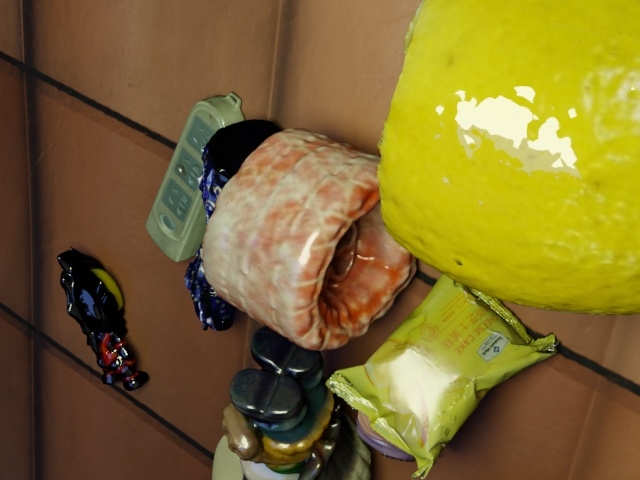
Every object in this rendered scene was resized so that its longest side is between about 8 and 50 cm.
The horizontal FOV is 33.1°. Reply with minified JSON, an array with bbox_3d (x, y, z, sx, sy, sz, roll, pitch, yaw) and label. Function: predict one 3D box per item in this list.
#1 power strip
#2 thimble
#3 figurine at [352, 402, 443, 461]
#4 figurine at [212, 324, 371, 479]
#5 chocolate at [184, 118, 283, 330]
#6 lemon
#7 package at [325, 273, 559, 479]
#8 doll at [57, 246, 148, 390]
[{"bbox_3d":[-0.169,-0.084,1.463,0.080,0.048,0.286,44,132,17],"label":"power strip"},{"bbox_3d":[0.000,0.000,1.218,0.162,0.239,0.239,28,126,32],"label":"thimble"},{"bbox_3d":[0.108,0.197,1.297,0.126,0.114,0.157,28,126,11],"label":"figurine"},{"bbox_3d":[-0.023,0.251,1.343,0.205,0.185,0.332,25,148,4],"label":"figurine"},{"bbox_3d":[-0.124,0.009,1.408,0.148,0.126,0.343,62,144,36],"label":"chocolate"},{"bbox_3d":[0.240,-0.093,0.884,0.364,0.364,0.364,20,122,35],"label":"lemon"},{"bbox_3d":[0.133,0.142,1.206,0.168,0.226,0.090,42,177,21],"label":"package"},{"bbox_3d":[-0.350,0.121,1.707,0.127,0.088,0.248,-13,111,24],"label":"doll"}]
